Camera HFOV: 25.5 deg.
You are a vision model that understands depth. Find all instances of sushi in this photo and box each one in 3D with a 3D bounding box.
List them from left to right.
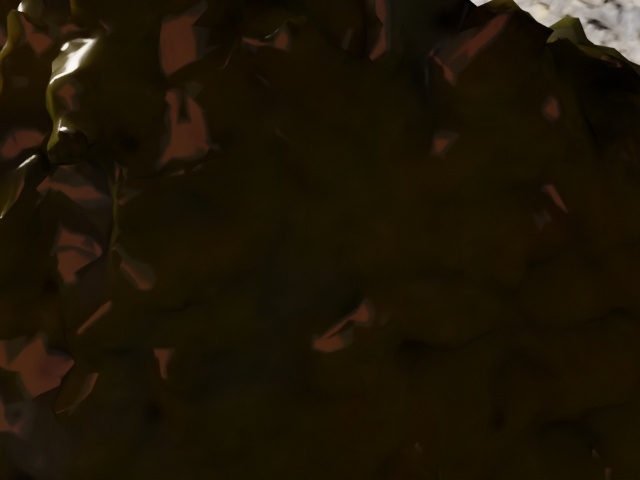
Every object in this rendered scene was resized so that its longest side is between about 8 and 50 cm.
[{"bbox_3d":[0.000,0.000,0.533,0.240,0.396,0.351,-59,27,12],"label":"sushi"}]
